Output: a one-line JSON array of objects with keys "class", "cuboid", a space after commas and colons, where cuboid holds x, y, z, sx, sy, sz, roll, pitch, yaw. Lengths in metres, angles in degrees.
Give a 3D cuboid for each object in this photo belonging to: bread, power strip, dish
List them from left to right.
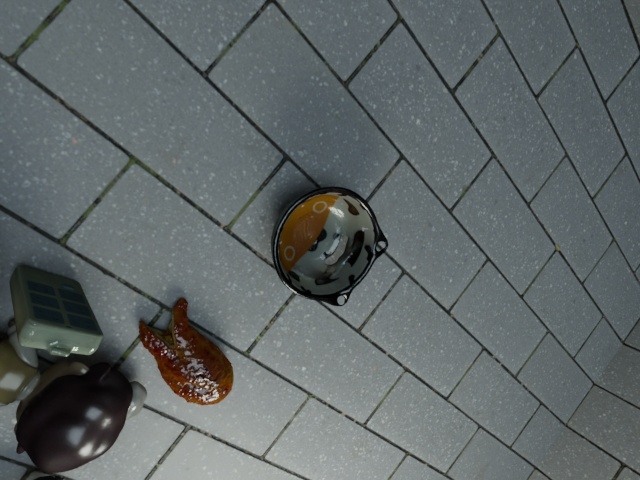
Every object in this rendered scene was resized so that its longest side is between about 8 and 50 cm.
[{"class": "power strip", "cuboid": [-0.473, 0.118, 0.774, 0.118, 0.270, 0.046, 24, 92, -42]}, {"class": "bread", "cuboid": [-0.300, 0.271, 1.001, 0.139, 0.095, 0.268, -36, 114, -21]}, {"class": "dish", "cuboid": [0.000, 0.000, 1.056, 0.303, 0.120, 0.303, -8, 108, -25]}]

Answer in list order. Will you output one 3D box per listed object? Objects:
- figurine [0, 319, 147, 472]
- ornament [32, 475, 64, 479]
[{"class": "figurine", "cuboid": [-0.554, 0.300, 0.862, 0.365, 0.206, 0.218, 35, 63, -6]}, {"class": "ornament", "cuboid": [-0.657, 0.490, 0.869, 0.202, 0.080, 0.236, -40, 99, -41]}]
